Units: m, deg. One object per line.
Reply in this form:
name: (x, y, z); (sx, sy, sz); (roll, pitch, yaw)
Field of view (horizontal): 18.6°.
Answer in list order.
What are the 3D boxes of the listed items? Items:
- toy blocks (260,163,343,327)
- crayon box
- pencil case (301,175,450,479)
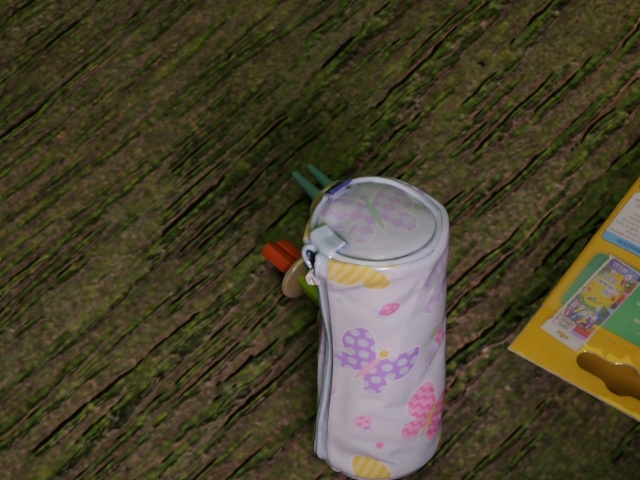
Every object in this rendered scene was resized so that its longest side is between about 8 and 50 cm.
toy blocks: (0.000, 0.000, 1.817); (0.123, 0.054, 0.148); (-35, 59, -18)
crayon box: (0.336, 0.047, 1.730); (0.203, 0.083, 0.323); (29, 62, 24)
pencil case: (0.047, 0.079, 1.624); (0.113, 0.273, 0.124); (32, 53, 31)
